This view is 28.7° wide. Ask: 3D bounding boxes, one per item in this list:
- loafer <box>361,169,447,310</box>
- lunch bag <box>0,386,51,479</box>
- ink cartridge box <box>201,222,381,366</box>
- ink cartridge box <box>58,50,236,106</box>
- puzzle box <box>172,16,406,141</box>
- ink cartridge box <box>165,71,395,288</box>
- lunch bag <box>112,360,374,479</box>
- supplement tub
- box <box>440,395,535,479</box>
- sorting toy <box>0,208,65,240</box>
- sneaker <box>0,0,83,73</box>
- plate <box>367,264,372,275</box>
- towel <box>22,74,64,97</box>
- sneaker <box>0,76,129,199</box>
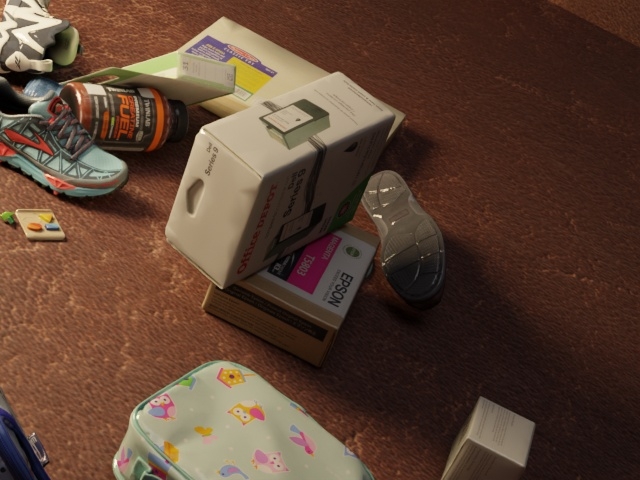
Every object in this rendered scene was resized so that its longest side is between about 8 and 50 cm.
[{"bbox_3d":[0.146,0.008,2.013,0.095,0.109,0.302,57,9,-42],"label":"loafer"},{"bbox_3d":[-0.331,0.219,1.224,0.115,0.303,0.243,-31,55,-15],"label":"lunch bag"},{"bbox_3d":[-0.037,0.047,1.820,0.193,0.088,0.235,25,38,2],"label":"ink cartridge box"},{"bbox_3d":[-0.279,-0.268,2.031,0.235,0.056,0.171,10,-10,-40],"label":"ink cartridge box"},{"bbox_3d":[-0.064,-0.259,2.287,0.409,0.052,0.272,29,33,6],"label":"puzzle box"},{"bbox_3d":[-0.054,-0.085,1.726,0.121,0.211,0.289,40,43,21],"label":"ink cartridge box"},{"bbox_3d":[-0.097,0.275,1.459,0.279,0.108,0.224,37,37,18],"label":"lunch bag"},{"bbox_3d":[-0.310,-0.193,1.977,0.197,0.106,0.106,-1,41,-35],"label":"supplement tub"},{"bbox_3d":[0.222,0.286,1.664,0.087,0.102,0.101,26,32,4],"label":"box"},{"bbox_3d":[-0.406,-0.024,1.759,0.083,0.012,0.062,0,41,-34],"label":"sorting toy"},{"bbox_3d":[-0.455,-0.345,2.077,0.153,0.094,0.235,13,33,4],"label":"sneaker"},{"bbox_3d":[0.000,0.000,1.990,0.188,0.024,0.188,17,34,-12],"label":"plate"},{"bbox_3d":[-0.417,-0.228,2.025,0.119,0.029,0.067,23,33,-5],"label":"towel"},{"bbox_3d":[-0.400,-0.154,1.842,0.261,0.125,0.104,23,33,-3],"label":"sneaker"}]
